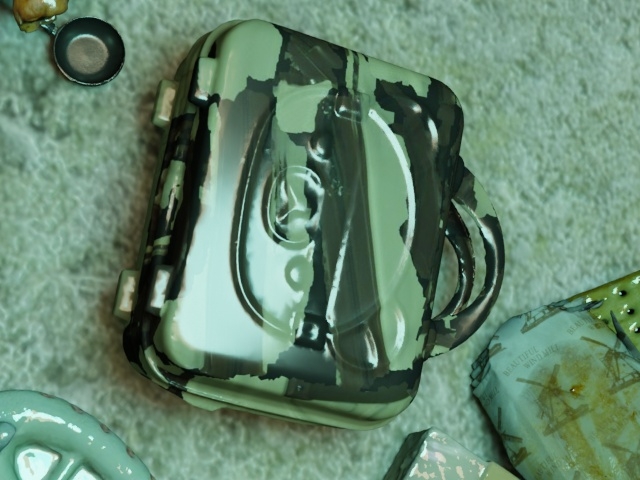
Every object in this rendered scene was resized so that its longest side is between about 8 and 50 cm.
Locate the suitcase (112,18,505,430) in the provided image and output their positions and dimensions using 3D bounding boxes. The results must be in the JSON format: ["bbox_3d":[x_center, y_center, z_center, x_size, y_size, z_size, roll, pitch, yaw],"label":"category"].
[{"bbox_3d":[0.000,0.000,1.619,0.339,0.194,0.351,15,77,-21],"label":"suitcase"}]

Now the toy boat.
[{"bbox_3d":[-0.232,0.214,1.565,0.208,0.079,0.134,42,73,-8],"label":"toy boat"}]

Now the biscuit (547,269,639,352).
[{"bbox_3d":[0.315,0.140,1.710,0.139,0.016,0.231,-22,62,10],"label":"biscuit"}]

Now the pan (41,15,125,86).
[{"bbox_3d":[-0.238,-0.188,1.663,0.115,0.023,0.068,32,73,-12],"label":"pan"}]

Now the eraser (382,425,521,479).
[{"bbox_3d":[0.203,0.324,1.680,0.343,0.078,0.144,33,71,-9],"label":"eraser"}]

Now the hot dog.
[{"bbox_3d":[0.251,0.171,1.667,0.163,0.082,0.270,-33,57,2],"label":"hot dog"}]

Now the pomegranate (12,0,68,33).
[{"bbox_3d":[-0.266,-0.321,1.565,0.229,0.252,0.270,-2,78,-38],"label":"pomegranate"}]
